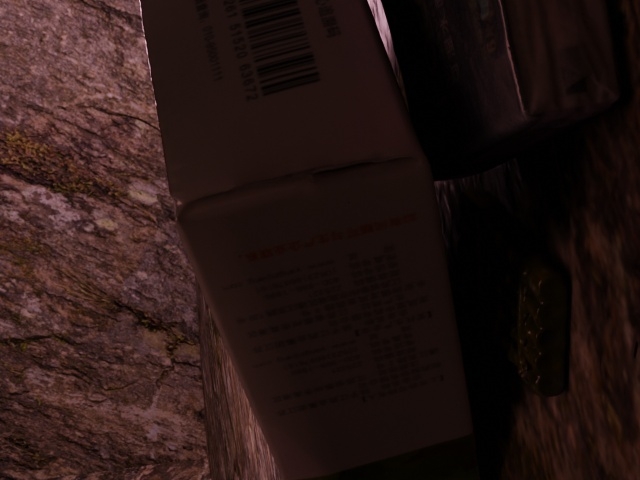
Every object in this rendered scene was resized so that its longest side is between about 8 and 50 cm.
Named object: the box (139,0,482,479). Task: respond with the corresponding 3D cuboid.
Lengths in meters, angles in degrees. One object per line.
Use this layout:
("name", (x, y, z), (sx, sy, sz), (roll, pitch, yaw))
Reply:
("box", (0.000, 0.000, 0.633), (0.299, 0.106, 0.200), (72, -178, -49))

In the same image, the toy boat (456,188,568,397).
("toy boat", (0.087, 0.022, 0.580), (0.115, 0.016, 0.063), (-118, 25, -67))

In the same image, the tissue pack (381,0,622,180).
("tissue pack", (0.068, -0.091, 0.517), (0.156, 0.051, 0.112), (148, 112, -79))
